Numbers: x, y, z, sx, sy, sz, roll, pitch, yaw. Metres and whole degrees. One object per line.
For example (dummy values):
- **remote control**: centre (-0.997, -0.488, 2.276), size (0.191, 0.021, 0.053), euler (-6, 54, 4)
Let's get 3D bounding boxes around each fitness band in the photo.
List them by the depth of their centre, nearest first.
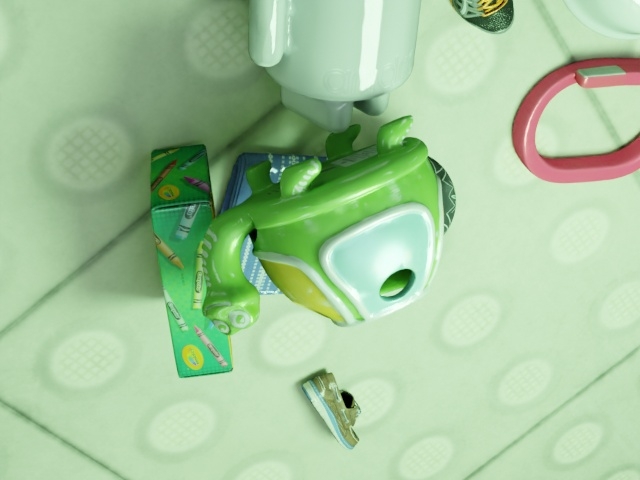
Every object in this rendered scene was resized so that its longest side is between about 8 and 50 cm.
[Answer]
- **fitness band**: centre (0.442, -0.189, 1.820), size (0.291, 0.054, 0.209), euler (-5, 129, -22)

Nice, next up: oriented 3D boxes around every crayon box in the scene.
- **crayon box**: centre (-0.177, 0.029, 1.574), size (0.081, 0.165, 0.278), euler (-7, 122, -4)

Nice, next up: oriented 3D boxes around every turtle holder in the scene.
- **turtle holder**: centre (0.016, -0.004, 1.444), size (0.320, 0.243, 0.227), euler (-31, 104, -40)

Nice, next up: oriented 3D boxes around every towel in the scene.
- **towel**: centre (-0.001, -0.024, 1.743), size (0.336, 0.040, 0.243), euler (0, 122, -28)

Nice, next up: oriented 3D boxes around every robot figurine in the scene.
- **robot figurine**: centre (0.027, -0.314, 1.415), size (0.300, 0.200, 0.353), euler (-33, 139, -38)

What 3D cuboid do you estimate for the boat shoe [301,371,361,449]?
- **boat shoe**: centre (0.035, 0.298, 1.981), size (0.066, 0.066, 0.183), euler (-33, 132, -2)

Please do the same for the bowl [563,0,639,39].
- **bowl**: centre (0.472, -0.403, 1.534), size (0.298, 0.134, 0.297), euler (-8, 115, -17)

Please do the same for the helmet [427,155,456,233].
- **helmet**: centre (0.113, -0.055, 1.641), size (0.162, 0.169, 0.169), euler (-5, 129, 0)

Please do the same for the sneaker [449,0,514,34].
- **sneaker**: centre (0.216, -0.355, 1.557), size (0.084, 0.083, 0.215), euler (-38, 134, 3)
